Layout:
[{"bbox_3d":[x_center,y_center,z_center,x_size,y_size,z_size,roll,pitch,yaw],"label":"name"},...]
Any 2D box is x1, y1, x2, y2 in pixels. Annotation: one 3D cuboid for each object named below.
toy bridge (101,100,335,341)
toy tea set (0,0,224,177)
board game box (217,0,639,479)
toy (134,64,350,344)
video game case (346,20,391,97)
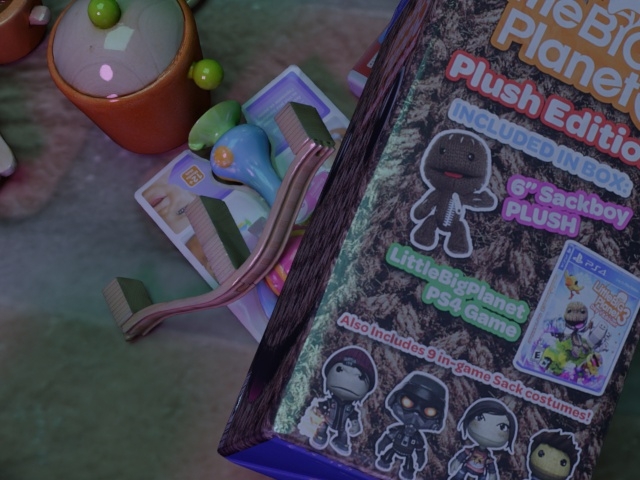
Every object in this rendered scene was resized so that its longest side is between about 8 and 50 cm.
[{"bbox_3d":[-0.058,0.003,0.927,0.188,0.026,0.063,-44,58,26],"label":"toy bridge"},{"bbox_3d":[-0.220,-0.130,1.016,0.336,0.124,0.200,-17,62,4],"label":"toy tea set"},{"bbox_3d":[0.075,-0.003,0.797,0.141,0.232,0.291,23,77,-5],"label":"board game box"},{"bbox_3d":[0.000,0.000,0.946,0.137,0.056,0.237,-40,63,-6],"label":"toy"},{"bbox_3d":[0.181,-0.159,1.001,0.204,0.025,0.285,32,75,23],"label":"video game case"}]
